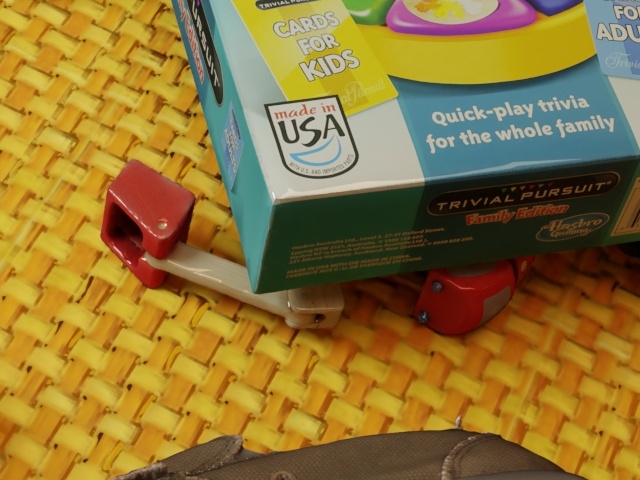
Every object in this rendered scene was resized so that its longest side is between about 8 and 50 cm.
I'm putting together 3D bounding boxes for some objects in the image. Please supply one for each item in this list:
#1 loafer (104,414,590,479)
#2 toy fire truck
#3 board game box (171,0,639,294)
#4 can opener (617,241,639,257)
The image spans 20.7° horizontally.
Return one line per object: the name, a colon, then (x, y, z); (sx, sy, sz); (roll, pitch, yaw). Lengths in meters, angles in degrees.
loafer: (-0.056, 0.157, 0.739); (0.366, 0.134, 0.130); (-5, 18, -14)
toy fire truck: (0.000, 0.000, 0.894); (0.192, 0.047, 0.135); (33, 55, 11)
board game box: (0.050, -0.144, 0.927); (0.253, 0.079, 0.336); (-8, 55, -16)
can opener: (0.251, -0.006, 0.947); (0.186, 0.059, 0.073); (-5, 55, -15)
